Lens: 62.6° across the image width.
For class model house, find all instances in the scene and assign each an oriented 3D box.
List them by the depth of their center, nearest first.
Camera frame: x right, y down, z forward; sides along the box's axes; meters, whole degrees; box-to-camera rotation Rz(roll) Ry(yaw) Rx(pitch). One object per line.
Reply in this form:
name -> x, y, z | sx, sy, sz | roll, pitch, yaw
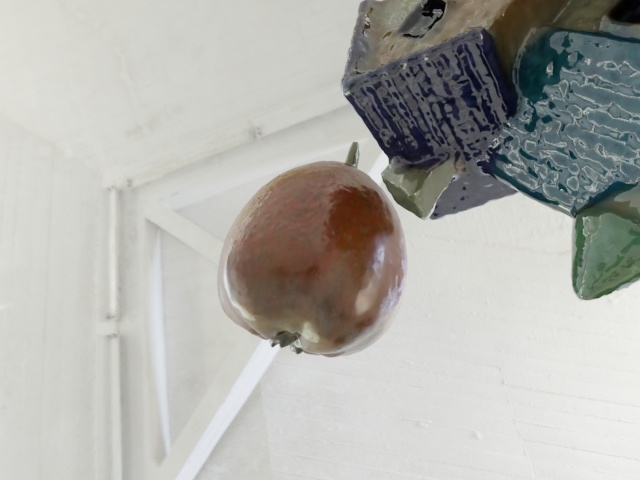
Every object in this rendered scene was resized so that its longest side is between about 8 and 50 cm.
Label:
model house -> 0.185, -0.125, 0.439 | 0.280, 0.245, 0.312 | -46, -135, -1

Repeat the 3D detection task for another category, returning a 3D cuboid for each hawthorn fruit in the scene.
hawthorn fruit -> 0.000, 0.000, 0.573 | 0.200, 0.199, 0.251 | 8, -111, 24
